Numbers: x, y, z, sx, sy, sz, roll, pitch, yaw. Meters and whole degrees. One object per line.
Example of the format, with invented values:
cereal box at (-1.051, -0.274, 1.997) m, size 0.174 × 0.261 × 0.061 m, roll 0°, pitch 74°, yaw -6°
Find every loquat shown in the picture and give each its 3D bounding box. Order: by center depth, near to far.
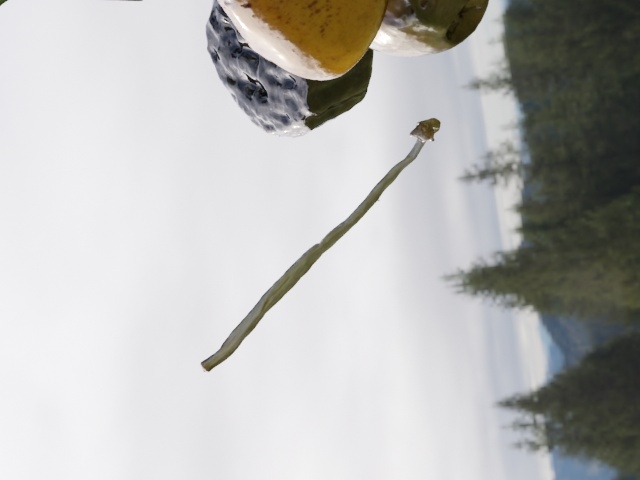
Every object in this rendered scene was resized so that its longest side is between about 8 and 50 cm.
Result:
loquat at (0.082, -0.308, 1.247) m, size 0.227 × 0.179 × 0.179 m, roll 42°, pitch -177°, yaw 17°

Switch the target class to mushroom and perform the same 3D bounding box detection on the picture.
mushroom at (0.003, 0.004, 0.921) m, size 0.028 × 0.286 × 0.026 m, roll 46°, pitch 174°, yaw -37°

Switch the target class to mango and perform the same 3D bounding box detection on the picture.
mango at (-0.027, -0.276, 1.042) m, size 0.290 × 0.191 × 0.160 m, roll 57°, pitch -177°, yaw -41°

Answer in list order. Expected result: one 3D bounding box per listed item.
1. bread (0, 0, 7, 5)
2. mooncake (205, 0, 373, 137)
bread at (-0.552, -0.383, 1.768) m, size 0.228 × 0.228 × 0.033 m, roll -77°, pitch -33°, yaw -56°
mooncake at (-0.049, -0.245, 1.430) m, size 0.124 × 0.228 × 0.228 m, roll -38°, pitch -51°, yaw -29°
